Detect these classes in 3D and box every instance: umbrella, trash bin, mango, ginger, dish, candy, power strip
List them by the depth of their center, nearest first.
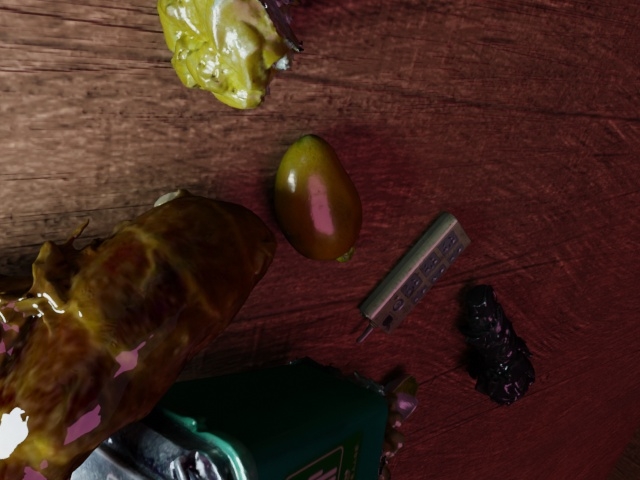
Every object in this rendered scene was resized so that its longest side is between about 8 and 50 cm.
[{"bbox_3d":[-0.225,0.067,0.568,0.418,0.254,0.176,-42,-179,-30],"label":"ginger"},{"bbox_3d":[-0.007,-0.046,0.748,0.111,0.090,0.163,-49,130,-19],"label":"mango"},{"bbox_3d":[-0.109,0.289,0.756,0.381,0.295,0.259,-1,101,-53],"label":"trash bin"},{"bbox_3d":[0.000,0.000,0.831,0.123,0.035,0.035,22,98,-40],"label":"candy"},{"bbox_3d":[0.149,0.069,1.004,0.268,0.034,0.092,-48,139,-3],"label":"power strip"},{"bbox_3d":[0.150,0.305,1.175,0.091,0.039,0.137,-46,142,-15],"label":"dish"},{"bbox_3d":[0.345,0.223,1.234,0.336,0.128,0.154,46,70,-43],"label":"umbrella"}]

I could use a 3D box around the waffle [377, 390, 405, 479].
[{"bbox_3d":[0.046,0.397,1.013,0.073,0.297,0.317,25,91,-6],"label":"waffle"}]

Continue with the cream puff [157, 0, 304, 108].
[{"bbox_3d":[-0.085,-0.191,0.542,0.121,0.156,0.156,26,101,-33],"label":"cream puff"}]
